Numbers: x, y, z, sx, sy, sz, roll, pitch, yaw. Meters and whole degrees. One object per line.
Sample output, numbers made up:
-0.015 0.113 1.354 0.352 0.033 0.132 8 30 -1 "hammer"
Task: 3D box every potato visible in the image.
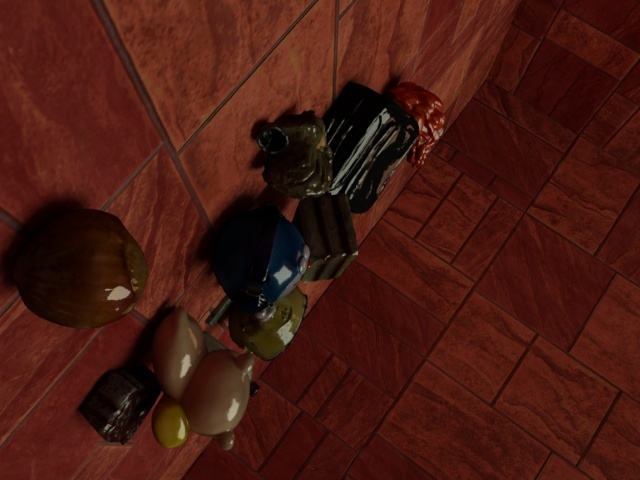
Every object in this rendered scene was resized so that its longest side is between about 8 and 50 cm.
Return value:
-0.188 0.218 2.072 0.246 0.196 0.299 -37 -154 18 "potato"

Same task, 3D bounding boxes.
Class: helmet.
-0.108 -0.231 1.377 0.065 0.049 0.084 -23 144 10 "helmet"

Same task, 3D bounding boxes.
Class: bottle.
-0.290 0.392 1.958 0.104 0.245 0.104 -52 168 -16 "bottle"

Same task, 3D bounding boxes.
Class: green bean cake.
-0.489 0.410 1.555 0.198 0.097 0.232 -54 170 -3 "green bean cake"

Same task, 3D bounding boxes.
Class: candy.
0.000 0.000 1.744 0.135 0.179 0.320 -7 167 -11 "candy"

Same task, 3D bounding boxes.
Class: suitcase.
0.101 -0.257 1.825 0.345 0.188 0.339 -56 156 13 "suitcase"

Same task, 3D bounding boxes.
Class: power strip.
-0.302 0.206 1.950 0.136 0.019 0.051 -51 167 -16 "power strip"

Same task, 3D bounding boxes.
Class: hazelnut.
-0.342 0.049 0.923 0.182 0.182 0.182 -52 169 -15 "hazelnut"

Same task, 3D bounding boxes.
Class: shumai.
-0.042 -0.206 1.480 0.206 0.166 0.175 -80 -177 -50 "shumai"

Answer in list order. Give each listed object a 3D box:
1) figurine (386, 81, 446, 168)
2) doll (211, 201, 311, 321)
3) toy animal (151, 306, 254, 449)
0.225 -0.334 2.133 0.412 0.241 0.306 -35 142 -7 "figurine"
-0.153 0.056 1.581 0.310 0.240 0.284 128 -24 -65 "doll"
-0.278 0.340 1.601 0.277 0.247 0.345 52 35 -80 "toy animal"
